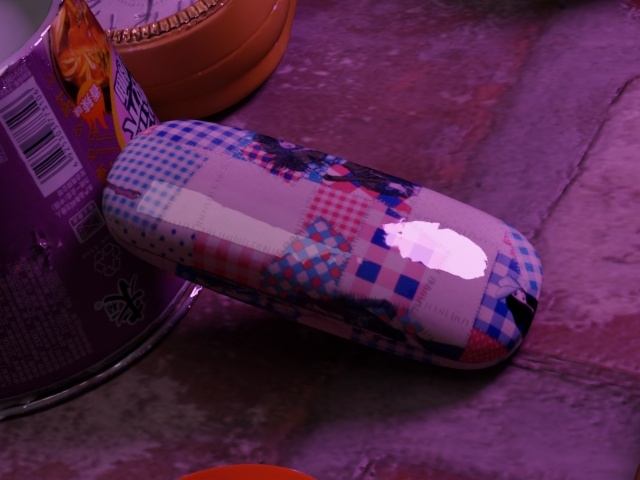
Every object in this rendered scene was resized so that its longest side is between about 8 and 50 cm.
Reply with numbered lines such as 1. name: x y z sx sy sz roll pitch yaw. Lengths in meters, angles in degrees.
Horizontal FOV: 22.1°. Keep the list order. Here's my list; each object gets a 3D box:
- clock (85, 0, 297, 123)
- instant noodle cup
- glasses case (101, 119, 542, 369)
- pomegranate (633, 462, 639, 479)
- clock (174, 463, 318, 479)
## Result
1. clock: -0.132 -0.251 1.536 0.244 0.200 0.317 -12 47 15
2. instant noodle cup: -0.277 -0.066 1.309 0.340 0.266 0.339 -13 39 11
3. glasses case: 0.000 0.000 1.193 0.328 0.076 0.125 18 51 8
4. pomegranate: 0.309 0.172 0.756 0.343 0.342 0.342 -12 39 10
5. clock: -0.068 0.225 1.047 0.205 0.051 0.205 -11 39 9
